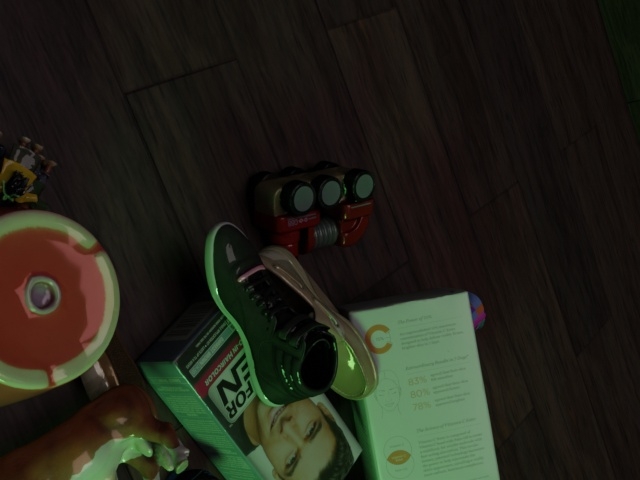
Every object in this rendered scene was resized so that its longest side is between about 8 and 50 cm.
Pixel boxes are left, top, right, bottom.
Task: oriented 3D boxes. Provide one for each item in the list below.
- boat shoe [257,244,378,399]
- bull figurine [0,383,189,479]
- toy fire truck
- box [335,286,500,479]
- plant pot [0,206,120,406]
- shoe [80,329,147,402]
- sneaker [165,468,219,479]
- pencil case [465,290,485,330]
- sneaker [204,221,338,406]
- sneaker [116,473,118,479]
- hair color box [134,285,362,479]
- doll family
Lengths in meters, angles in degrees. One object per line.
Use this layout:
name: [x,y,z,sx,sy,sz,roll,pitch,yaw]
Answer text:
boat shoe: [-0.020,0.145,1.292,0.302,0.109,0.098,54,19,-2]
bull figurine: [-0.316,0.302,0.980,0.310,0.188,0.101,-38,153,-29]
toy fire truck: [0.000,0.000,1.404,0.217,0.158,0.246,-15,113,-40]
box: [0.168,0.272,1.424,0.215,0.168,0.345,-10,90,-8]
plant pot: [-0.380,0.075,0.929,0.275,0.243,0.275,10,75,-44]
shoe: [-0.301,0.192,1.125,0.076,0.058,0.219,-60,134,-70]
sneaker: [-0.215,0.437,1.134,0.081,0.090,0.232,40,57,-33]
pencil case: [0.253,0.195,1.631,0.236,0.104,0.104,-38,109,-42]
sneaker: [-0.062,0.101,1.147,0.104,0.147,0.295,-27,100,-42]
sneaker: [-0.315,0.402,1.045,0.091,0.094,0.258,5,72,-27]
hair color box: [-0.102,0.268,1.259,0.185,0.114,0.374,-50,118,-38]
doll family: [-0.431,-0.095,1.032,0.193,0.076,0.111,32,66,-31]
